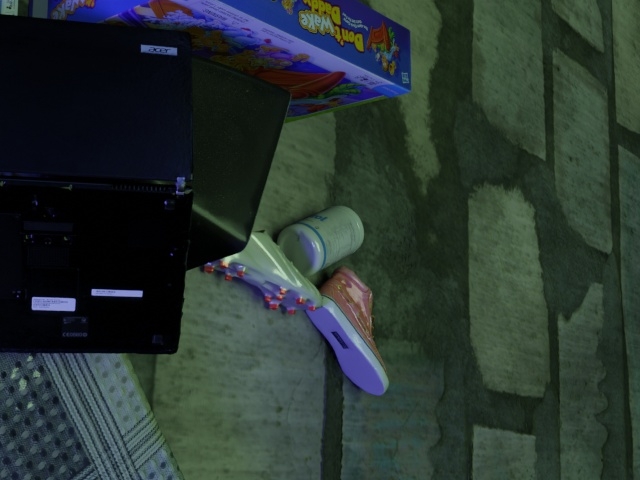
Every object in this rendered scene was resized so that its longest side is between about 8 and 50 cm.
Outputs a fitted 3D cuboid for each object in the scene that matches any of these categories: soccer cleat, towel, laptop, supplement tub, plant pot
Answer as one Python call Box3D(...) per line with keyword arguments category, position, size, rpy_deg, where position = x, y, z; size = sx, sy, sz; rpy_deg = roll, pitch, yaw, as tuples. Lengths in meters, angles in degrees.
Box3D(category="soccer cleat", position=(-0.063, 0.030, 1.139), size=(0.196, 0.068, 0.076), rpy_deg=(32, 57, -41))
Box3D(category="towel", position=(-0.267, 0.239, 0.869), size=(0.312, 0.056, 0.324), rpy_deg=(-38, 115, -44))
Box3D(category="laptop", position=(-0.234, -0.046, 0.820), size=(0.234, 0.136, 0.264), rpy_deg=(2, 117, -14))
Box3D(category="supplement tub", position=(0.000, 0.000, 1.216), size=(0.107, 0.071, 0.071), rpy_deg=(-27, 105, -51))
Box3D(category="plant pot", position=(-0.168, -0.087, 0.947), size=(0.167, 0.187, 0.188), rpy_deg=(29, 61, -30))

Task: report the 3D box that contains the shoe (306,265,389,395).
Box3D(category="shoe", position=(0.053, 0.121, 1.266), size=(0.178, 0.063, 0.081), rpy_deg=(56, 50, -23))

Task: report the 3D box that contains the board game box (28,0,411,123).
Box3D(category="board game box", position=(-0.095, -0.215, 1.004), size=(0.347, 0.233, 0.078), rpy_deg=(12, 74, -50))

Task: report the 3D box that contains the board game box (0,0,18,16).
Box3D(category="board game box", position=(-0.322, -0.250, 0.806), size=(0.136, 0.035, 0.201), rpy_deg=(-25, 135, -50))
